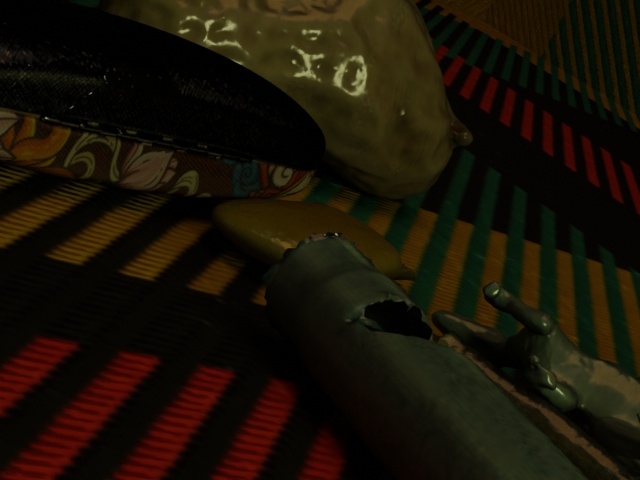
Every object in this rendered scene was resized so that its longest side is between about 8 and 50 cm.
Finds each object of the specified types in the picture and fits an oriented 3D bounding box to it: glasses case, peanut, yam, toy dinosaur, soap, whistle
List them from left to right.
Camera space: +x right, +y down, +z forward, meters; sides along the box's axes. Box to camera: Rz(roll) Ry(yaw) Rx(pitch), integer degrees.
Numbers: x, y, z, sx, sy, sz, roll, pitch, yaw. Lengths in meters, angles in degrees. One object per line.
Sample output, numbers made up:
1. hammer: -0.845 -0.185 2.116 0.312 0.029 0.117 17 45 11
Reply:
1. glasses case: -0.125 -0.081 0.871 0.122 0.082 0.321 34 17 38
2. peanut: -0.022 -0.137 1.129 0.291 0.159 0.143 20 -11 -25
3. soap: 0.000 0.000 0.913 0.089 0.033 0.168 32 13 19
4. whistle: 0.060 0.088 0.644 0.062 0.062 0.312 18 17 -32
5. yam: 0.105 0.094 0.788 0.129 0.033 0.027 38 -10 23
6. toy dinosaur: 0.178 0.101 0.841 0.242 0.053 0.167 31 -9 -7
